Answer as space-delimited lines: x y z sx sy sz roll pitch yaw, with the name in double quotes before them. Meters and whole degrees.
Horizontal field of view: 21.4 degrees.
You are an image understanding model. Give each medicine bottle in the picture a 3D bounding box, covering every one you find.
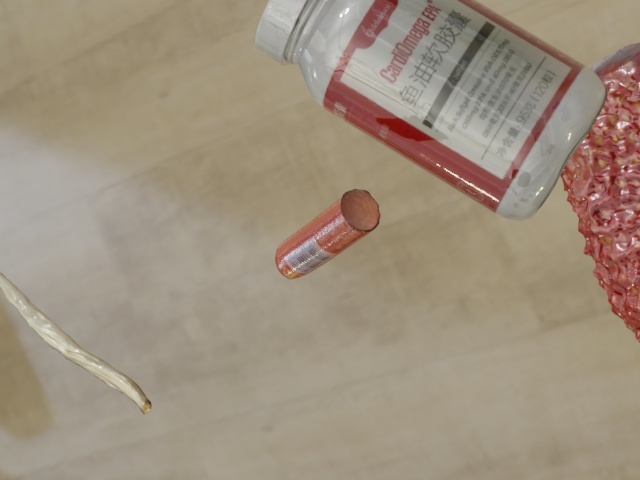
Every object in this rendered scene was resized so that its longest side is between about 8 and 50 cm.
"medicine bottle" 0.083 -0.126 1.277 0.250 0.131 0.131 32 125 6

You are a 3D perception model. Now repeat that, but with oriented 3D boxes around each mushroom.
"mushroom" -0.207 0.042 1.158 0.286 0.028 0.026 31 147 31

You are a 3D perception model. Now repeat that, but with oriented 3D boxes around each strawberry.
"strawberry" 0.390 -0.049 1.645 0.312 0.267 0.351 -38 98 19

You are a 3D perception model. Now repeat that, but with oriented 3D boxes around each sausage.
"sausage" 0.000 0.000 1.243 0.034 0.034 0.129 59 147 4
